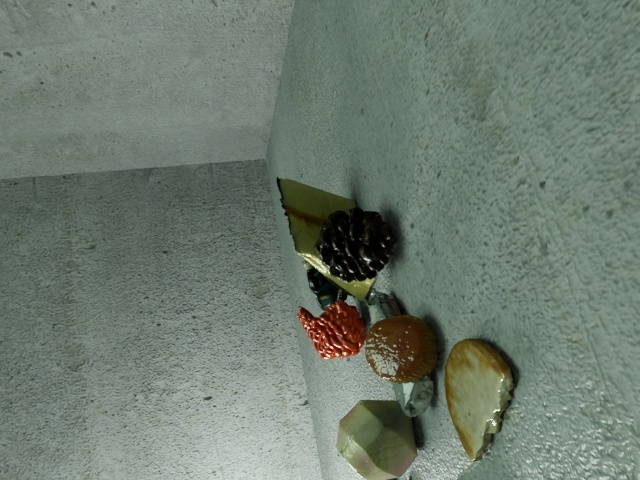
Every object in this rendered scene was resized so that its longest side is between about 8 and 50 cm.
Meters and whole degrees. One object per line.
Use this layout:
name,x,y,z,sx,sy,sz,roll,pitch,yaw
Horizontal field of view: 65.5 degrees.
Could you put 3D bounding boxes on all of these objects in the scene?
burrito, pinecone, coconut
burrito,0.227,0.305,1.517,0.139,0.101,0.445,104,156,-46
pinecone,0.116,0.003,1.569,0.257,0.244,0.243,-44,49,40
coconut,0.186,0.619,1.583,0.259,0.259,0.259,173,90,-76

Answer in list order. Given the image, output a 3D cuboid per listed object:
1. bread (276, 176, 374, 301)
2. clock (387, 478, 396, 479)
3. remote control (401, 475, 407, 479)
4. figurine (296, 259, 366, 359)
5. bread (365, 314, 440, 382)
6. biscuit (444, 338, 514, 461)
bread,0.000,0.000,1.831,0.242,0.405,0.345,122,152,-52
clock,0.234,0.913,1.886,0.226,0.049,0.226,174,90,-77
remote control,0.293,0.939,1.668,0.103,0.051,0.293,-135,39,-67
figurine,0.044,0.244,1.927,0.306,0.241,0.411,55,-154,-60
bread,0.217,0.296,1.367,0.199,0.104,0.199,-15,64,34
biscuit,0.356,0.346,1.156,0.204,0.040,0.309,-117,25,-52
